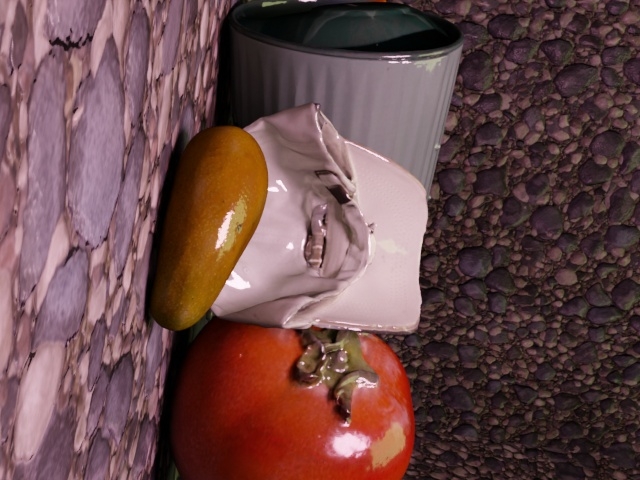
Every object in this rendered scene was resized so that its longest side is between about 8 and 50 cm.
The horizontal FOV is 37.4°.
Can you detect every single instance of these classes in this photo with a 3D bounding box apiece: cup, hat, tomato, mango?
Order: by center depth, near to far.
[{"bbox_3d":[-0.115,-0.017,0.964,0.136,0.099,0.228,114,-6,-66],"label":"mango"},{"bbox_3d":[0.001,-0.002,1.144,0.168,0.301,0.258,-8,-111,52],"label":"hat"},{"bbox_3d":[-0.042,0.227,1.206,0.321,0.321,0.322,8,90,-90],"label":"tomato"},{"bbox_3d":[0.021,-0.154,1.352,0.401,0.310,0.392,-85,-179,-64],"label":"cup"}]

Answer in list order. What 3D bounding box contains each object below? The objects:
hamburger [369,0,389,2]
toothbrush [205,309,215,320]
[{"bbox_3d":[0.019,-0.315,1.735,0.330,0.250,0.330,-11,90,-88],"label":"hamburger"},{"bbox_3d":[-0.141,-0.037,1.467,0.025,0.030,0.342,108,-12,-66],"label":"toothbrush"}]
